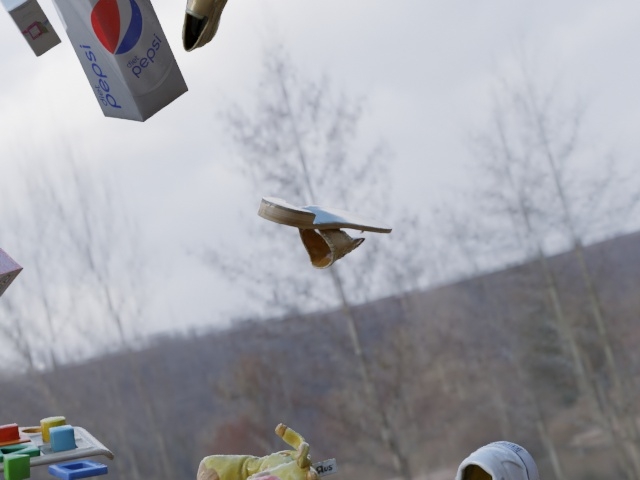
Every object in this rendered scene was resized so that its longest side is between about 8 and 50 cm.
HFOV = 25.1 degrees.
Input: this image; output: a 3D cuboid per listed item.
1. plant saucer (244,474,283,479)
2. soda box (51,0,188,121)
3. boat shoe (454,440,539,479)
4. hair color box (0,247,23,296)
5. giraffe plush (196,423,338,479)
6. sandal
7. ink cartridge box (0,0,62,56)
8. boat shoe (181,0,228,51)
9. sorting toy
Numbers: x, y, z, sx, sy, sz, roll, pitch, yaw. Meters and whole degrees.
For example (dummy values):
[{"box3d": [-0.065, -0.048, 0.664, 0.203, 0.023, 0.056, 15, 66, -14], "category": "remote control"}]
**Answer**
[{"box3d": [-0.070, 0.324, 1.132, 0.258, 0.259, 0.048, -21, 7, 45], "category": "plant saucer"}, {"box3d": [-0.285, -0.303, 1.914, 0.098, 0.286, 0.091, 12, 43, 46], "category": "soda box"}, {"box3d": [0.225, 0.458, 1.901, 0.136, 0.367, 0.156, 1, 3, 34], "category": "boat shoe"}, {"box3d": [-0.515, 0.068, 2.130, 0.093, 0.053, 0.167, -50, -6, 12], "category": "hair color box"}, {"box3d": [-0.055, 0.340, 1.876, 0.210, 0.181, 0.170, -31, 2, -12], "category": "giraffe plush"}, {"box3d": [-0.005, -0.002, 1.908, 0.088, 0.079, 0.240, 25, 10, 39], "category": "sandal"}, {"box3d": [-0.474, -0.367, 2.310, 0.052, 0.088, 0.122, -33, -32, -7], "category": "ink cartridge box"}, {"box3d": [-0.185, -0.377, 2.284, 0.072, 0.068, 0.190, -55, -16, -43], "category": "boat shoe"}, {"box3d": [-0.414, 0.290, 2.086, 0.196, 0.047, 0.348, -3, 4, -21], "category": "sorting toy"}]
